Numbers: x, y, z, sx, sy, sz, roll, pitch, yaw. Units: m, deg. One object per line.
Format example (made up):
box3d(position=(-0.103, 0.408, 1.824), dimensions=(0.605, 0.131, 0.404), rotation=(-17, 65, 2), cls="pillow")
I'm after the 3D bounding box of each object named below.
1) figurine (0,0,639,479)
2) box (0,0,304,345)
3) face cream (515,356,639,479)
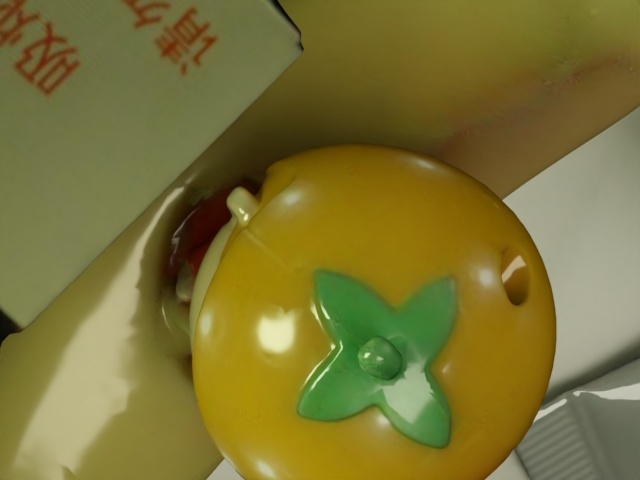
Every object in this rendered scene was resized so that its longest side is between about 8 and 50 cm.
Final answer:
box3d(position=(0.000, 0.000, 0.569), dimensions=(0.324, 0.222, 0.124), rotation=(-49, 124, 0), cls="figurine")
box3d(position=(-0.179, -0.018, 0.480), dimensions=(0.310, 0.084, 0.198), rotation=(-46, 125, -4), cls="box")
box3d(position=(0.309, 0.071, 0.816), dimensions=(0.420, 0.137, 0.235), rotation=(-29, 118, -3), cls="face cream")
